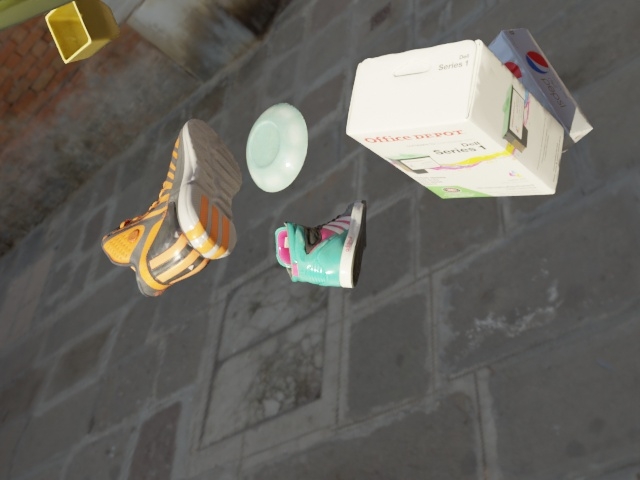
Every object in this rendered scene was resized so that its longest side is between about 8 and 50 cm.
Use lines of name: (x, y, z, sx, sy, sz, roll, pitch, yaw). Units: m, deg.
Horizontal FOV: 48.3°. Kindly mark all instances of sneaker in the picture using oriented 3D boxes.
sneaker: (-0.214, -0.048, 1.001, 0.180, 0.125, 0.321, -32, 28, 17)
sneaker: (0.000, 0.000, 1.455, 0.178, 0.124, 0.295, 3, 26, 9)

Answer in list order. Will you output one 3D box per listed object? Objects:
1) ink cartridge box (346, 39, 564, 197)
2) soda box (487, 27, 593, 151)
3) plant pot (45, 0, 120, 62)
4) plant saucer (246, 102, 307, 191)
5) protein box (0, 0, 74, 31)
ink cartridge box: (0.201, -0.162, 1.042, 0.201, 0.278, 0.117, 1, 74, 41)
soda box: (0.359, -0.251, 1.204, 0.216, 0.069, 0.074, 63, 144, 16)
plant pot: (-0.376, -0.344, 1.156, 0.081, 0.082, 0.083, -20, 5, 39)
plant saucer: (-0.107, -0.203, 1.533, 0.195, 0.037, 0.195, -7, 79, 44)
protein box: (-0.169, -0.237, 0.373, 0.199, 0.201, 0.136, -29, 15, -15)
